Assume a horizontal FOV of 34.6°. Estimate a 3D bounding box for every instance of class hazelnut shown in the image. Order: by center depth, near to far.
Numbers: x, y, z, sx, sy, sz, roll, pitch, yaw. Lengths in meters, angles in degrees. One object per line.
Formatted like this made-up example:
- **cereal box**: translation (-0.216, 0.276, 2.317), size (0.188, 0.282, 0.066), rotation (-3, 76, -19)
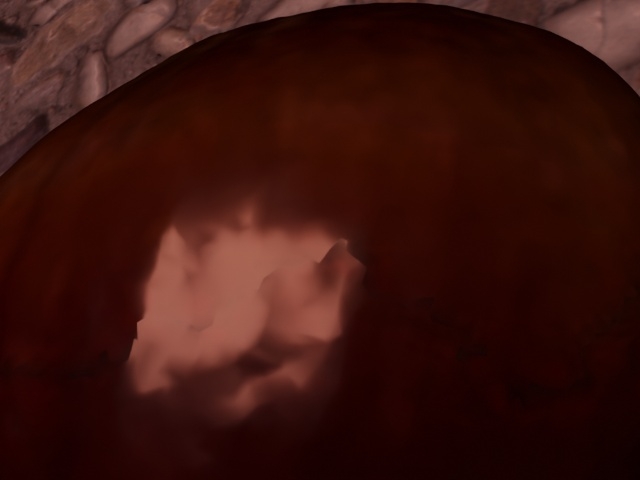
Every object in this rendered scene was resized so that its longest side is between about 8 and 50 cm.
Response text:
- **hazelnut**: translation (-0.019, 0.068, 0.540), size (0.429, 0.402, 0.402), rotation (-14, 46, 42)
